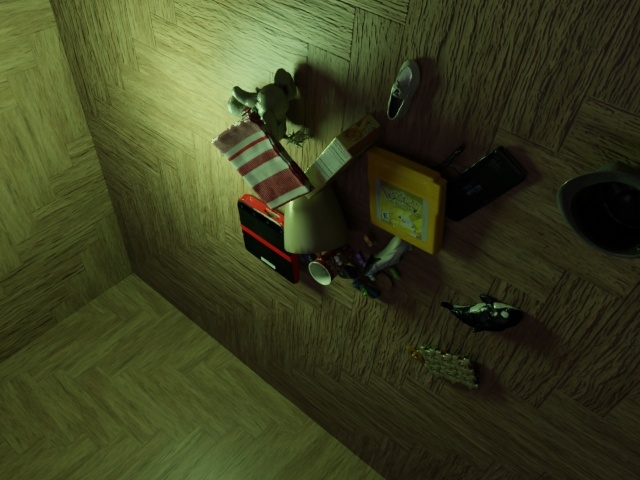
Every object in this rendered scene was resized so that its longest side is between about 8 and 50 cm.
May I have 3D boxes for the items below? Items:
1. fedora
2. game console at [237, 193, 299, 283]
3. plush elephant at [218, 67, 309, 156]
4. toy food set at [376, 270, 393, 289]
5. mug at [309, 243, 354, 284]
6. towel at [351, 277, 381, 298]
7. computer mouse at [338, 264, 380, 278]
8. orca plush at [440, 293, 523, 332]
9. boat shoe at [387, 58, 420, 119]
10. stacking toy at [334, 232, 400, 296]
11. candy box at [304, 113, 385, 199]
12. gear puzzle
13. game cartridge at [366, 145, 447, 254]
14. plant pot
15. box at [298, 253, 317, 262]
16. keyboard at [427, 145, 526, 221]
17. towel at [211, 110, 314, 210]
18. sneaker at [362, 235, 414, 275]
[{"bbox_3d":[0.711,-0.089,1.233,0.275,0.124,0.244,46,149,-10],"label":"fedora"},{"bbox_3d":[-0.237,-0.013,2.393,0.387,0.060,0.341,32,142,36],"label":"game console"},{"bbox_3d":[-0.204,-0.446,1.811,0.331,0.271,0.255,11,152,5],"label":"plush elephant"},{"bbox_3d":[0.254,0.161,2.078,0.083,0.020,0.082,41,145,13],"label":"toy food set"},{"bbox_3d":[0.053,0.075,2.090,0.113,0.169,0.150,35,143,21],"label":"mug"},{"bbox_3d":[0.187,0.201,2.150,0.120,0.029,0.067,33,154,-11],"label":"towel"},{"bbox_3d":[0.156,0.122,2.135,0.242,0.041,0.071,-4,121,48],"label":"computer mouse"},{"bbox_3d":[0.536,0.264,1.787,0.287,0.102,0.151,15,133,40],"label":"orca plush"},{"bbox_3d":[0.232,-0.429,1.501,0.066,0.063,0.184,39,145,15],"label":"boat shoe"},{"bbox_3d":[0.179,0.099,2.012,0.167,0.052,0.221,-33,97,26],"label":"stacking toy"},{"bbox_3d":[0.059,-0.273,1.739,0.087,0.183,0.316,49,146,-1],"label":"candy box"},{"bbox_3d":[0.492,0.495,2.119,0.339,0.044,0.175,7,129,49],"label":"gear puzzle"},{"bbox_3d":[0.276,-0.128,1.711,0.285,0.053,0.323,30,149,32],"label":"game cartridge"},{"bbox_3d":[-0.032,-0.120,1.968,0.257,0.257,0.273,7,113,45],"label":"plant pot"},{"bbox_3d":[-0.120,0.038,2.366,0.225,0.036,0.136,-4,119,50],"label":"box"},{"bbox_3d":[0.432,-0.185,1.542,0.201,0.033,0.317,45,145,-3],"label":"keyboard"},{"bbox_3d":[-0.198,-0.255,1.766,0.237,0.037,0.329,-21,117,44],"label":"towel"},{"bbox_3d":[0.243,0.068,1.904,0.086,0.085,0.237,35,129,-17],"label":"sneaker"}]
